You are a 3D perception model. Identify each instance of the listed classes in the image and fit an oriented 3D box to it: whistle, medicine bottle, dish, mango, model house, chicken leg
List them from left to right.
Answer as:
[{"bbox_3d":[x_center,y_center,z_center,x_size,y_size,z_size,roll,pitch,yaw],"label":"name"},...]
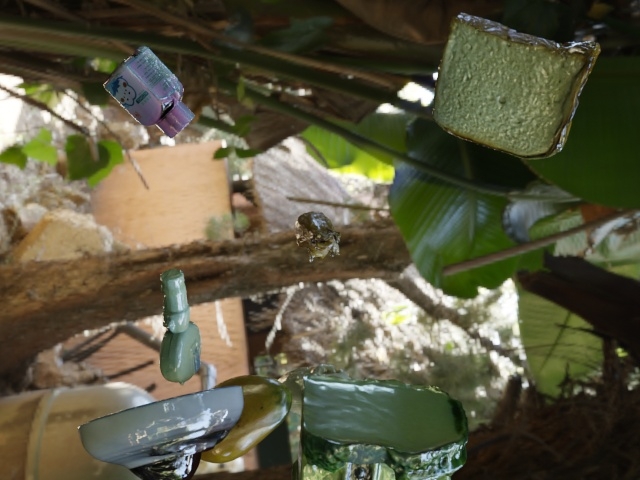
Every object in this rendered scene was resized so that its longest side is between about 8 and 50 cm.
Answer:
[{"bbox_3d":[-0.370,-0.320,1.611,0.188,0.119,0.094,47,48,-17],"label":"medicine bottle"},{"bbox_3d":[-0.247,0.337,1.198,0.273,0.273,0.134,96,-22,-75],"label":"dish"},{"bbox_3d":[-0.277,0.177,1.433,0.126,0.067,0.258,-66,157,-63],"label":"whistle"},{"bbox_3d":[-0.163,0.340,1.426,0.151,0.221,0.120,47,-12,42],"label":"mango"},{"bbox_3d":[-0.002,-0.003,1.464,0.207,0.085,0.101,-132,-154,-77],"label":"chicken leg"},{"bbox_3d":[0.070,0.293,0.905,0.195,0.214,0.189,-106,-157,-74],"label":"model house"}]

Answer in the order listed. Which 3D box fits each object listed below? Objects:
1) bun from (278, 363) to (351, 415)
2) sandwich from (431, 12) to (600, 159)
[{"bbox_3d":[0.006,0.379,1.814,0.231,0.231,0.133,91,22,-66],"label":"bun"},{"bbox_3d":[0.333,-0.268,1.283,0.087,0.251,0.226,-44,150,-49],"label":"sandwich"}]
